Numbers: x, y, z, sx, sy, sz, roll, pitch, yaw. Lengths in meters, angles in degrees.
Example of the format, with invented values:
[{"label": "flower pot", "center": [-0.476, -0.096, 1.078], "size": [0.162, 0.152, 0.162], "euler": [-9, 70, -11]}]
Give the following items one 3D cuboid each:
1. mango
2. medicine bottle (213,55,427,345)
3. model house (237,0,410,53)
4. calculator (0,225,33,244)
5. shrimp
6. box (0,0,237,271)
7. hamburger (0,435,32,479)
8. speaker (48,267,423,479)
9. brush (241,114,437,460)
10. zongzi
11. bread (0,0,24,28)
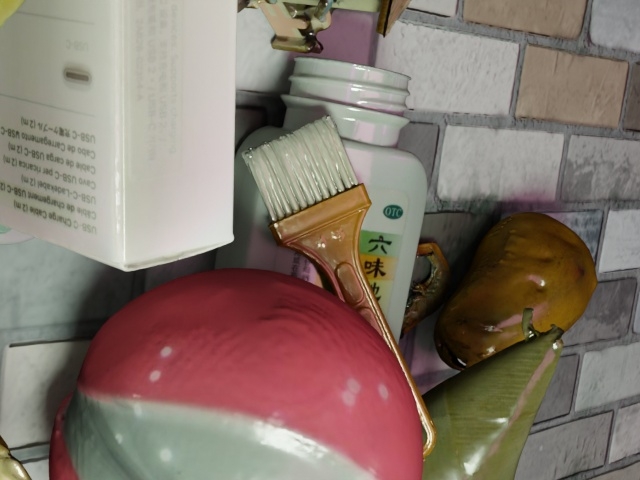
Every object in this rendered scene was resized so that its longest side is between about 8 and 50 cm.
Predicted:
[{"label": "mango", "center": [0.219, 0.060, 1.326], "size": [0.248, 0.151, 0.156], "euler": [-30, 98, -38]}, {"label": "medicine bottle", "center": [0.000, 0.000, 1.062], "size": [0.179, 0.124, 0.324], "euler": [9, 94, -30]}, {"label": "model house", "center": [0.001, -0.275, 0.895], "size": [0.169, 0.244, 0.326], "euler": [-56, 137, -24]}, {"label": "calculator", "center": [-0.246, -0.129, 0.814], "size": [0.185, 0.041, 0.299], "euler": [-46, 134, -29]}, {"label": "shrimp", "center": [0.101, 0.057, 1.272], "size": [0.127, 0.025, 0.091], "euler": [-48, 133, -33]}, {"label": "box", "center": [-0.154, -0.129, 0.726], "size": [0.106, 0.203, 0.252], "euler": [-14, 113, -47]}, {"label": "hamburger", "center": [-0.307, 0.216, 0.766], "size": [0.244, 0.163, 0.244], "euler": [-9, 105, -39]}, {"label": "speaker", "center": [-0.062, 0.162, 0.917], "size": [0.294, 0.294, 0.294], "euler": [-18, 114, -44]}, {"label": "brush", "center": [0.031, 0.052, 1.000], "size": [0.090, 0.017, 0.314], "euler": [-24, 101, -7]}, {"label": "zongzi", "center": [0.009, 0.273, 1.055], "size": [0.447, 0.181, 0.418], "euler": [-19, 144, -43]}, {"label": "bread", "center": [-0.315, -0.224, 0.520], "size": [0.341, 0.300, 0.210], "euler": [38, 72, -42]}]
